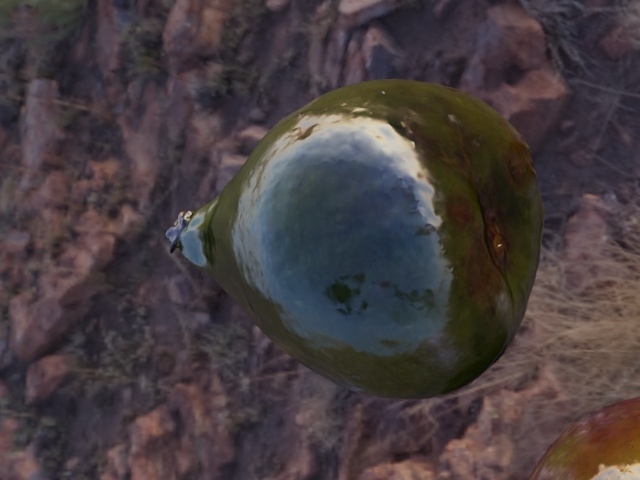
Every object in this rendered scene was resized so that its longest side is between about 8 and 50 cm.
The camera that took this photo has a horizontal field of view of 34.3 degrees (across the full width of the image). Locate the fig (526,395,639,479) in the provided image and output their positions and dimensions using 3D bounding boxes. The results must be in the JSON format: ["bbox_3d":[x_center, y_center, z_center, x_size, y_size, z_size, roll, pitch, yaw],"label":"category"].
[{"bbox_3d":[0.207,0.191,0.558,0.224,0.263,0.224,-33,28,20],"label":"fig"}]

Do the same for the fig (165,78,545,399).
[{"bbox_3d":[-0.002,-0.007,0.434,0.184,0.127,0.133,10,68,17],"label":"fig"}]
